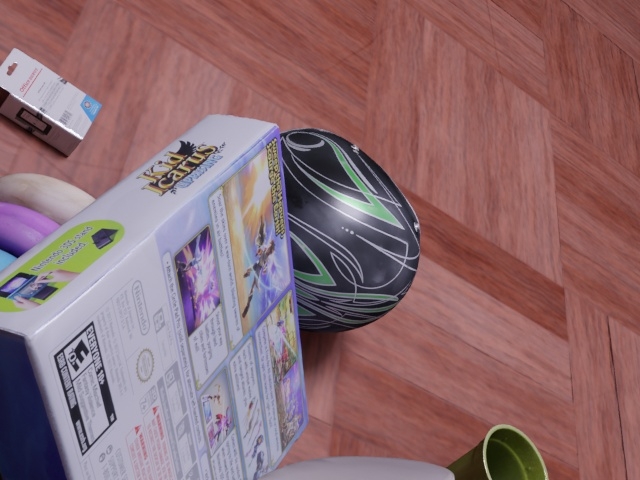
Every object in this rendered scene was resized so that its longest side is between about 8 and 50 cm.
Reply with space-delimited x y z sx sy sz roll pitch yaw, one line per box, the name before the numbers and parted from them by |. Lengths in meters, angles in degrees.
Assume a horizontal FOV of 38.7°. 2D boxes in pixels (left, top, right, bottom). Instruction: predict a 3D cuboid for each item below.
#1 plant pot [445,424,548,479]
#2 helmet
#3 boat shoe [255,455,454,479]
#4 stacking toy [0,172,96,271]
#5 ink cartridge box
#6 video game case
plant pot | 0.150 0.220 0.829 0.083 0.079 0.083 23 48 -29
helmet | 0.000 0.000 0.785 0.169 0.169 0.161 -1 47 -43
boat shoe | -0.009 0.250 0.614 0.340 0.127 0.158 1 92 -57
stacking toy | -0.236 0.094 0.502 0.141 0.141 0.330 46 38 -8
ink cartridge box | -0.229 -0.114 0.752 0.083 0.028 0.048 35 43 -20
video game case | -0.096 0.091 0.585 0.244 0.061 0.269 -48 142 -48
